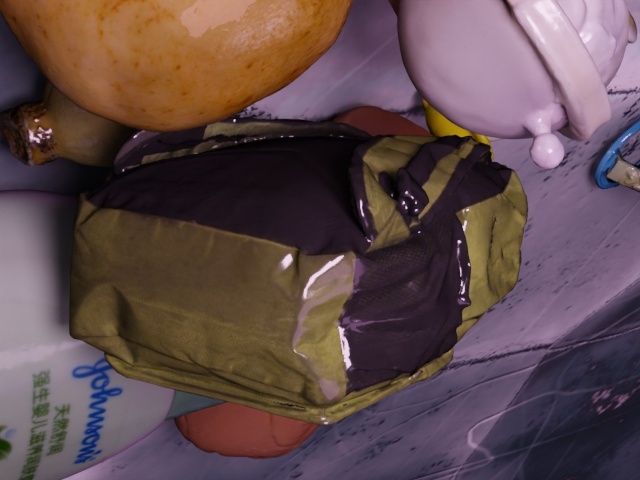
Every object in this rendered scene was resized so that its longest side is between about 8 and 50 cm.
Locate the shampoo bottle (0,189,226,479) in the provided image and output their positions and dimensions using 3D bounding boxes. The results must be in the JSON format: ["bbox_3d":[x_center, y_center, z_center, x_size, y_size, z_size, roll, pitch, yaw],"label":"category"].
[{"bbox_3d":[-0.168,0.059,0.924,0.349,0.151,0.222,-15,136,-34],"label":"shampoo bottle"}]

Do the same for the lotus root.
[{"bbox_3d":[-0.094,-0.094,0.860,0.183,0.077,0.090,-34,149,-8],"label":"lotus root"}]

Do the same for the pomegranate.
[{"bbox_3d":[-0.070,-0.144,0.723,0.196,0.196,0.196,-26,148,-18],"label":"pomegranate"}]

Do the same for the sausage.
[{"bbox_3d":[-0.009,0.044,1.096,0.121,0.121,0.304,-5,139,-42],"label":"sausage"}]

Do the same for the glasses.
[{"bbox_3d":[0.349,-0.031,1.337,0.239,0.207,0.102,-10,176,-35],"label":"glasses"}]

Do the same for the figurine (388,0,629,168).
[{"bbox_3d":[0.097,-0.146,0.842,0.141,0.237,0.162,-31,147,4],"label":"figurine"}]

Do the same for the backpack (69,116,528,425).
[{"bbox_3d":[0.000,0.000,0.828,0.253,0.207,0.140,-20,116,-53],"label":"backpack"}]

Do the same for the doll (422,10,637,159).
[{"bbox_3d":[0.147,-0.128,1.059,0.207,0.081,0.129,-42,162,15],"label":"doll"}]
